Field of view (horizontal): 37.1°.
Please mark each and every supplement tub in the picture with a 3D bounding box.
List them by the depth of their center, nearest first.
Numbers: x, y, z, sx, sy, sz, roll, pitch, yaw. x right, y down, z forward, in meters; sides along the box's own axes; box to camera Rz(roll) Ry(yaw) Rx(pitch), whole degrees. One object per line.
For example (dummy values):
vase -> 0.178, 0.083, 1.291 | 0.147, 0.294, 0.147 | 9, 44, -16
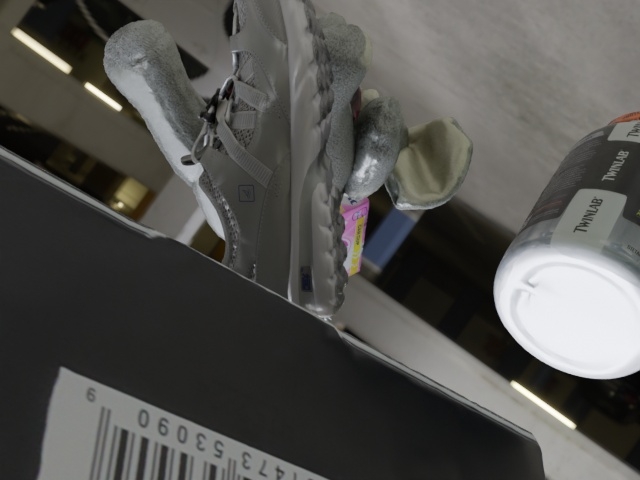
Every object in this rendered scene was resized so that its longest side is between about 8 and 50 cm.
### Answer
supplement tub -> 0.365, -0.009, 1.176 | 0.207, 0.338, 0.207 | 20, 135, 21

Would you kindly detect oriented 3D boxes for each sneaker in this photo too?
sneaker -> -0.050, -0.081, 0.683 | 0.115, 0.281, 0.105 | -5, -179, 7

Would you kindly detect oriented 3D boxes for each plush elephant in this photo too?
plush elephant -> -0.002, -0.110, 0.969 | 0.272, 0.255, 0.329 | 1, 123, 31

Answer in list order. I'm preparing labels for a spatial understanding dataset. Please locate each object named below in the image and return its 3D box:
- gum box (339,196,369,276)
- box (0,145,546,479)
gum box -> 0.000, 0.000, 1.308 | 0.062, 0.107, 0.188 | 56, 160, 28
box -> -0.194, 0.231, 0.495 | 0.480, 0.472, 0.297 | 31, -137, -33
